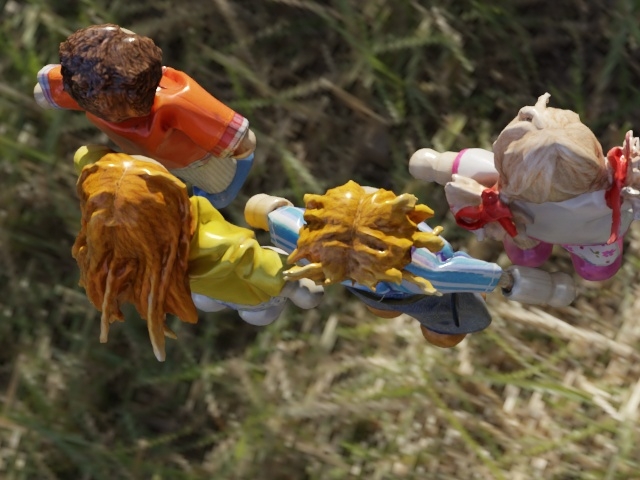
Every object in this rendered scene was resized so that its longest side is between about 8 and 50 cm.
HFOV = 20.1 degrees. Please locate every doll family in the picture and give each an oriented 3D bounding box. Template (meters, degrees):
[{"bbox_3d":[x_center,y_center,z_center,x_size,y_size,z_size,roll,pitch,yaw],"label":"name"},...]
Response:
[{"bbox_3d":[0.000,0.000,0.680,0.263,0.163,0.118,11,80,14],"label":"doll family"}]
